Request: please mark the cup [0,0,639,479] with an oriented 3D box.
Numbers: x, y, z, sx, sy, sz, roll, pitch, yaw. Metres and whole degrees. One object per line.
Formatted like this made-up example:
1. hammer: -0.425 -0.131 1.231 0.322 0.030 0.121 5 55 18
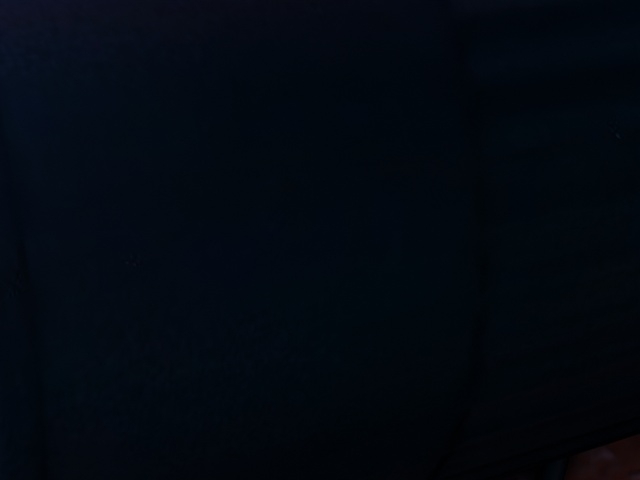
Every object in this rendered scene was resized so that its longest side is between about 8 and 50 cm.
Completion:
1. cup: 0.008 -0.002 0.473 0.242 0.292 0.308 8 109 64
